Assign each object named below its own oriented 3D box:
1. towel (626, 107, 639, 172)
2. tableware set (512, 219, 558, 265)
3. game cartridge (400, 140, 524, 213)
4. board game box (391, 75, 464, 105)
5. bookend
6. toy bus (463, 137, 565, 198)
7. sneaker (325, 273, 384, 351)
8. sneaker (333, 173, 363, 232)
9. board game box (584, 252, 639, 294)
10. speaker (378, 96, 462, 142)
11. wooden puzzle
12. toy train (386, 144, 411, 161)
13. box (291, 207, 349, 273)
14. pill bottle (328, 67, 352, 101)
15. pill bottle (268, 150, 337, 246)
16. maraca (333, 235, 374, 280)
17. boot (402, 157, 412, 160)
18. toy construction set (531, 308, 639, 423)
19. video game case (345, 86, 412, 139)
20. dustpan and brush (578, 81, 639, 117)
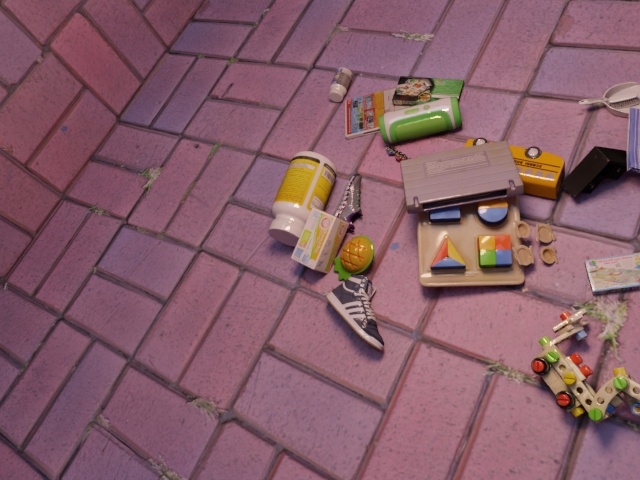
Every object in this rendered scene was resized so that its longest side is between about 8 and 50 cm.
[{"bbox_3d":[1.101,-0.280,1.582,0.336,0.040,0.243,12,66,11],"label":"towel"},{"bbox_3d":[0.661,0.009,1.632,0.169,0.020,0.141,2,72,-15],"label":"tableware set"},{"bbox_3d":[0.444,-0.205,1.705,0.355,0.068,0.230,-9,43,11],"label":"game cartridge"},{"bbox_3d":[0.427,-0.590,2.108,0.260,0.030,0.136,11,63,22],"label":"board game box"},{"bbox_3d":[0.878,-0.209,1.664,0.157,0.156,0.072,-60,41,41],"label":"bookend"},{"bbox_3d":[0.640,-0.246,1.784,0.333,0.108,0.130,18,73,31],"label":"toy bus"},{"bbox_3d":[0.148,0.223,1.738,0.153,0.099,0.282,-43,51,-2],"label":"sneaker"},{"bbox_3d":[0.129,-0.138,1.979,0.098,0.083,0.223,20,82,21],"label":"sneaker"},{"bbox_3d":[0.861,0.096,1.534,0.154,0.026,0.103,-10,58,19],"label":"board game box"},{"bbox_3d":[0.379,-0.455,2.010,0.297,0.131,0.131,-10,58,19],"label":"speaker"},{"bbox_3d":[0.470,-0.028,1.682,0.322,0.080,0.347,-3,73,12],"label":"wooden puzzle"},{"bbox_3d":[0.306,-0.319,2.027,0.036,0.027,0.158,-50,54,4],"label":"toy train"},{"bbox_3d":[0.000,0.000,1.896,0.114,0.103,0.203,24,92,33],"label":"box"},{"bbox_3d":[0.085,-0.675,2.301,0.078,0.078,0.137,7,65,27],"label":"pill bottle"},{"bbox_3d":[-0.073,-0.154,2.001,0.188,0.188,0.334,9,66,28],"label":"pill bottle"},{"bbox_3d":[0.115,0.063,1.851,0.185,0.099,0.127,-46,52,25],"label":"maraca"},{"bbox_3d":[0.435,-0.175,1.841,0.223,0.118,0.338,-25,68,6],"label":"boot"},{"bbox_3d":[0.697,0.335,1.393,0.215,0.151,0.327,-46,42,25],"label":"toy construction set"},{"bbox_3d":[0.239,-0.531,2.181,0.285,0.025,0.204,-10,59,19],"label":"video game case"},{"bbox_3d":[0.986,-0.470,1.786,0.211,0.060,0.147,-8,59,20],"label":"dustpan and brush"}]
